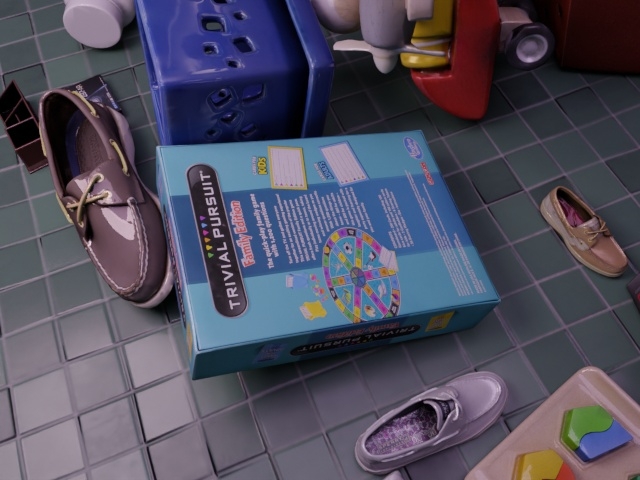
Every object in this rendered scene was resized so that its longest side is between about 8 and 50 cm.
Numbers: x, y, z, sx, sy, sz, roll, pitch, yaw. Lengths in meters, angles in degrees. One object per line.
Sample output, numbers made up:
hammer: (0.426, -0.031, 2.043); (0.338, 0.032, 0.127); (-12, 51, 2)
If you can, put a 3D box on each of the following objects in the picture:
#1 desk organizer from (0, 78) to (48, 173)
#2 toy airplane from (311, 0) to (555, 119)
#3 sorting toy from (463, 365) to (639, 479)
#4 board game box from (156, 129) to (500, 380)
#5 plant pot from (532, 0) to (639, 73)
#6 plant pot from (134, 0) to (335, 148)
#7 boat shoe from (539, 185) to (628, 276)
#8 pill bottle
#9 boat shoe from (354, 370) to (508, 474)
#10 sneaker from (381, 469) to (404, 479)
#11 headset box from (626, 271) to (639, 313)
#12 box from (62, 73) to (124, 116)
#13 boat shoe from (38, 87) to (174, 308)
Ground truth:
desk organizer: (-0.420, -0.162, 0.857); (0.047, 0.050, 0.130); (-30, 65, -15)
toy airplane: (0.104, -0.359, 0.756); (0.273, 0.386, 0.384); (-17, 78, 18)
sorting toy: (0.283, 0.256, 0.620); (0.208, 0.038, 0.193); (-35, 66, -17)
board game box: (0.000, 0.000, 0.702); (0.336, 0.079, 0.253); (-7, 59, -19)
plant pot: (0.444, -0.400, 0.874); (0.236, 0.267, 0.267); (-12, 61, 10)
plant pot: (-0.112, -0.212, 0.784); (0.212, 0.236, 0.235); (-11, 62, -13)
boat shoe: (0.333, -0.013, 0.766); (0.050, 0.045, 0.135); (-32, 65, -16)
pill bottle: (-0.340, -0.399, 0.954); (0.112, 0.112, 0.186); (-1, 61, 0)
boat shoe: (0.121, 0.187, 0.646); (0.184, 0.063, 0.066); (-18, 62, -9)
sneaker: (0.041, 0.297, 0.592); (0.152, 0.053, 0.061); (-38, 70, -19)
headset box: (0.446, 0.092, 0.607); (0.110, 0.218, 0.293); (-10, 62, -5)
box: (-0.337, -0.200, 0.895); (0.067, 0.018, 0.083); (-27, 64, -14)
boat shoe: (-0.270, -0.060, 0.750); (0.117, 0.097, 0.324); (-35, 61, 15)
